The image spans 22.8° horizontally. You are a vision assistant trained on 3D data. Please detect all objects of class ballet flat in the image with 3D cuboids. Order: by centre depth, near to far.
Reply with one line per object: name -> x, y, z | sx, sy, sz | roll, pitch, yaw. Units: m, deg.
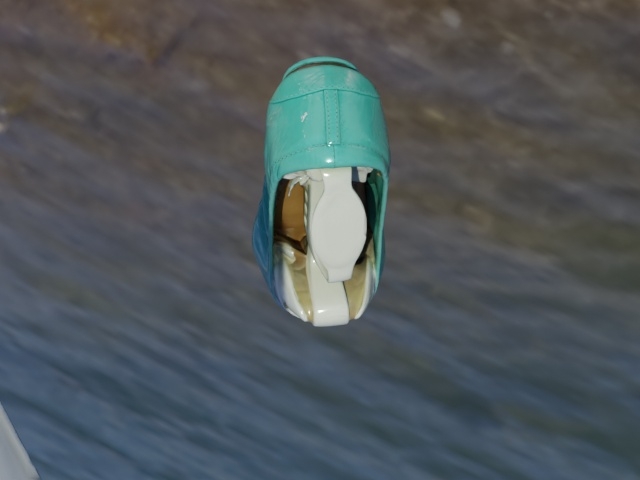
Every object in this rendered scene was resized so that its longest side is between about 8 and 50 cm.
ballet flat -> 0.000, 0.000, 0.938 | 0.083, 0.087, 0.247 | -2, 146, -1

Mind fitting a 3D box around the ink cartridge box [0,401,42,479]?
ink cartridge box -> -0.227, 0.080, 0.478 | 0.233, 0.171, 0.168 | 23, 148, 27
